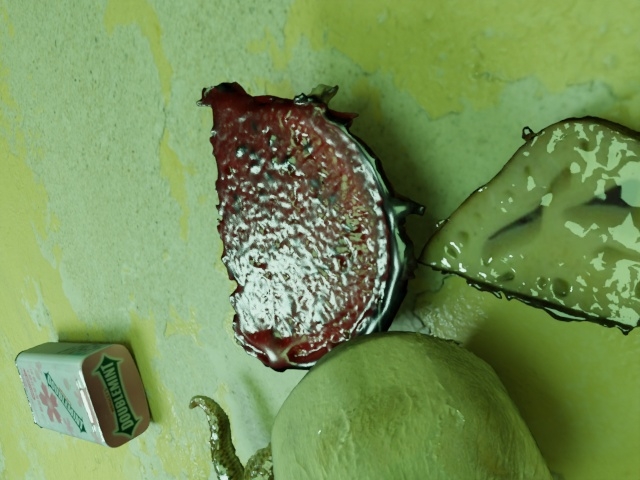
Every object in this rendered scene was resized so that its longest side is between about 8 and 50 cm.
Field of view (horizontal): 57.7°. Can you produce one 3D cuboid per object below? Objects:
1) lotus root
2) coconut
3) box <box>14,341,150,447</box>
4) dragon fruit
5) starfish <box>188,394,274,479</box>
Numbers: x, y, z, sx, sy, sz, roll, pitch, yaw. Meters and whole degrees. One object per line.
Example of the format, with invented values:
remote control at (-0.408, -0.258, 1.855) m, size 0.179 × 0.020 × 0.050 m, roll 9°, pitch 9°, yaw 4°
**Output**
lotus root at (0.212, -0.013, 0.470) m, size 0.260 × 0.074 × 0.170 m, roll 25°, pitch 119°, yaw 37°
coconut at (0.084, 0.220, 0.530) m, size 0.247 × 0.244 × 0.245 m, roll -110°, pitch 32°, yaw -52°
box at (-0.506, 0.309, 1.213) m, size 0.369 × 0.112 × 0.190 m, roll -7°, pitch 99°, yaw 46°
dragon fruit at (0.000, 0.000, 0.647) m, size 0.282 × 0.100 × 0.344 m, roll 17°, pitch 117°, yaw 39°
starfish at (-0.081, 0.385, 0.856) m, size 0.327 × 0.094 × 0.375 m, roll -38°, pitch 82°, yaw 41°
